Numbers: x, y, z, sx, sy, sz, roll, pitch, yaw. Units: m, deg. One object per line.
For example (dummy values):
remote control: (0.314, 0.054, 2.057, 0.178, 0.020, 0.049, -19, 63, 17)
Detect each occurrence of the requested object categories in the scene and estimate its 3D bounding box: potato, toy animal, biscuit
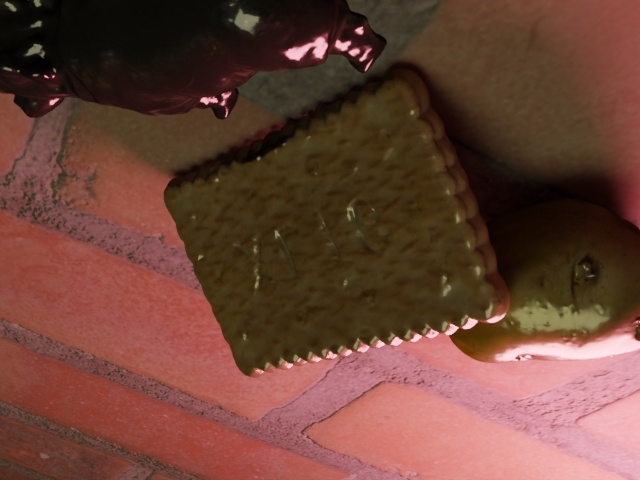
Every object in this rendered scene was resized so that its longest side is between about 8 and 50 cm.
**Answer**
potato: (0.198, 0.041, 0.795, 0.200, 0.137, 0.154, -6, 142, 29)
toy animal: (-0.126, -0.140, 0.641, 0.343, 0.106, 0.168, -7, 168, 23)
biscuit: (0.000, 0.000, 0.814, 0.325, 0.044, 0.217, -21, 95, 43)
